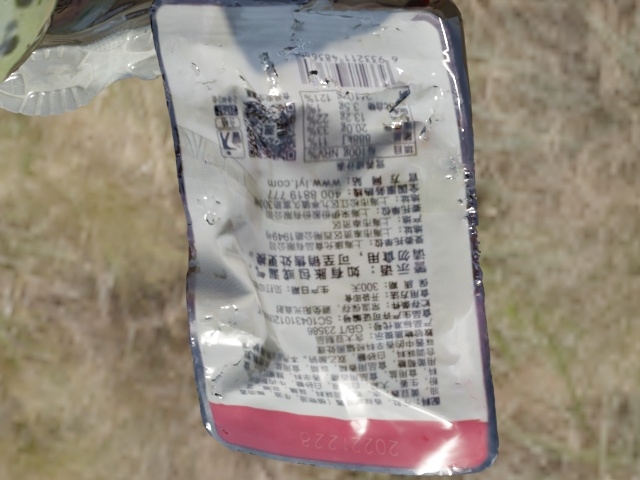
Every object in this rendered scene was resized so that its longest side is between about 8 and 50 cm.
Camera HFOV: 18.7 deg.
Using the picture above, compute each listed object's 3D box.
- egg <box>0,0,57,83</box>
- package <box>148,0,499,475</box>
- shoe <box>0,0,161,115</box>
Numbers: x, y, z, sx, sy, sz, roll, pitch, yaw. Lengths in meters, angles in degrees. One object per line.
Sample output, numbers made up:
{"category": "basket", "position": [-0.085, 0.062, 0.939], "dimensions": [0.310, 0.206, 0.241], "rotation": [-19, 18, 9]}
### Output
{"category": "egg", "position": [-0.242, -0.163, 1.000], "dimensions": [0.228, 0.177, 0.177], "rotation": [30, 142, -11]}
{"category": "package", "position": [0.000, 0.000, 0.897], "dimensions": [0.154, 0.030, 0.239], "rotation": [3, 112, 22]}
{"category": "shoe", "position": [-0.166, -0.153, 1.333], "dimensions": [0.169, 0.099, 0.071], "rotation": [-17, 150, -13]}
